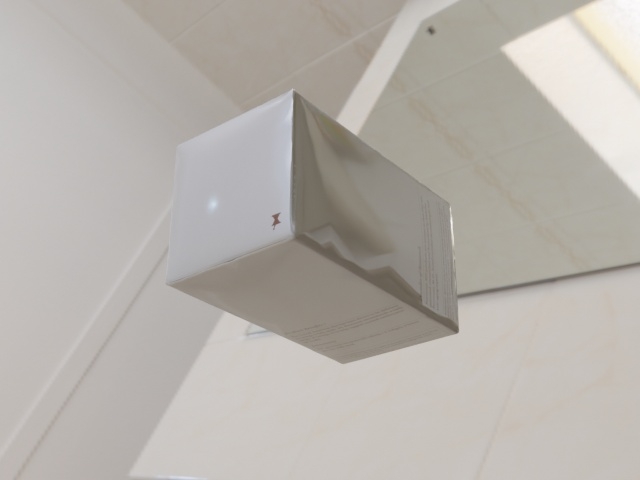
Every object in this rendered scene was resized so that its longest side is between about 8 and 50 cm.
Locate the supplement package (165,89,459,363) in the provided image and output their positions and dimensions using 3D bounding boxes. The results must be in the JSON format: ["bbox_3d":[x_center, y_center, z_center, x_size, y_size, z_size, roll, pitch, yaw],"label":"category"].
[{"bbox_3d":[0.000,0.000,0.631,0.179,0.105,0.105,31,-129,-44],"label":"supplement package"}]
